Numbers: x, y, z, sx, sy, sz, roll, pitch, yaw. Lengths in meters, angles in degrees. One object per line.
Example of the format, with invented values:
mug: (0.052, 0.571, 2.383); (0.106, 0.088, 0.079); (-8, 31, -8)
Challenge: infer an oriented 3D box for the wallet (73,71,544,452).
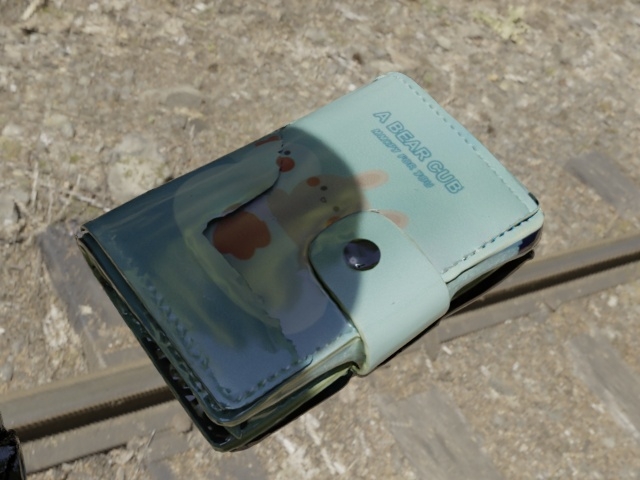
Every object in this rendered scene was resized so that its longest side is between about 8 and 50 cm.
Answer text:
wallet: (0.000, 0.000, 0.515); (0.250, 0.075, 0.176); (-30, 62, -23)

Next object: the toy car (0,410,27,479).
toy car: (-0.400, 0.320, 0.894); (0.193, 0.118, 0.301); (-11, 96, -17)
